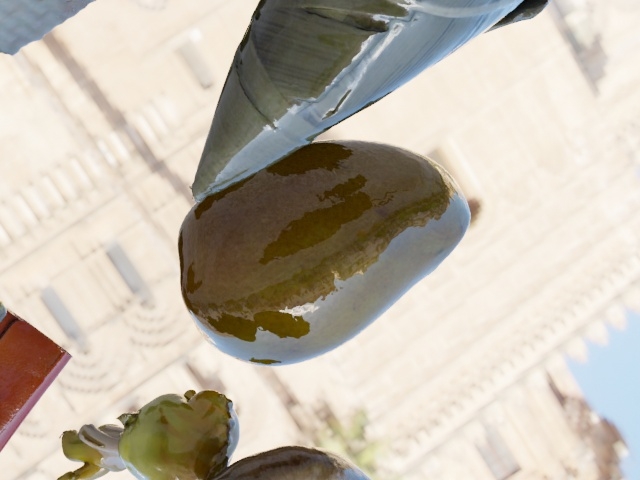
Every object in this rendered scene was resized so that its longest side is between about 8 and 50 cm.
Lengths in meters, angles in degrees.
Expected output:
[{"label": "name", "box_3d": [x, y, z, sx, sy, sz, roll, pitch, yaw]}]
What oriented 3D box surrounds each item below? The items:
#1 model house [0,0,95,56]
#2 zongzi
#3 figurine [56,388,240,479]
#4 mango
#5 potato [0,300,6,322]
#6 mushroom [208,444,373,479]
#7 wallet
[{"label": "model house", "box_3d": [-0.422, -0.566, 2.150, 0.400, 0.445, 0.395, -28, 153, 12]}, {"label": "zongzi", "box_3d": [0.093, -0.247, 1.600, 0.467, 0.218, 0.500, -50, 162, 22]}, {"label": "figurine", "box_3d": [-0.190, 0.235, 1.718, 0.246, 0.156, 0.131, -12, -116, 41]}, {"label": "mango", "box_3d": [0.000, 0.000, 1.830, 0.378, 0.221, 0.264, -24, -134, -19]}, {"label": "potato", "box_3d": [-0.431, 0.099, 1.864, 0.092, 0.045, 0.046, -19, -161, 4]}, {"label": "mushroom", "box_3d": [-0.039, 0.345, 1.609, 0.278, 0.278, 0.146, -38, -146, -19]}, {"label": "wallet", "box_3d": [-0.434, 0.188, 1.947, 0.204, 0.142, 0.045, -54, -172, -6]}]
